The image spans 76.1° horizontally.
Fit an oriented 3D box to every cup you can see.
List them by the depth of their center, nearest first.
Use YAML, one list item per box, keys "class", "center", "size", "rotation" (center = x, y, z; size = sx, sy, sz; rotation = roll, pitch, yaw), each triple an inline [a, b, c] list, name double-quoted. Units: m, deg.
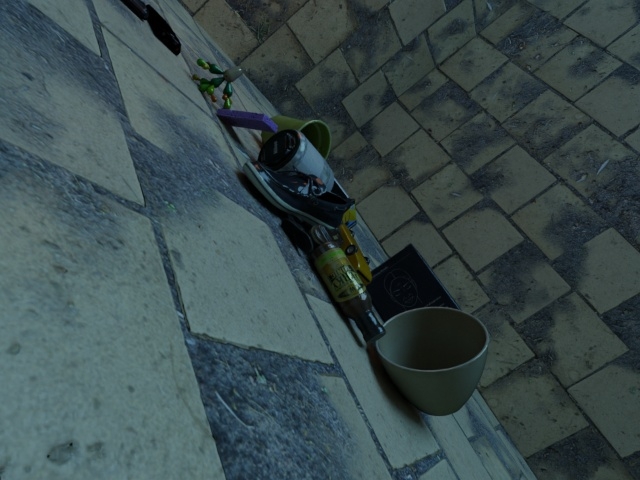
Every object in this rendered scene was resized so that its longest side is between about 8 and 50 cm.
- class: "cup"
  center: [0.352, 0.391, 1.267]
  size: [0.331, 0.331, 0.237]
  rotation: [-94, 172, -70]

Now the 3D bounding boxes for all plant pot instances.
- class: "plant pot"
  center: [-0.134, -0.465, 1.918]
  size: [0.254, 0.276, 0.276]
  rotation: [33, -1, 33]

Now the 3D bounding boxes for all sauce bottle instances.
- class: "sauce bottle"
  center: [0.090, 0.161, 1.299]
  size: [0.344, 0.111, 0.111]
  rotation: [57, 12, 25]

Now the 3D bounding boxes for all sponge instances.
- class: "sponge"
  center: [-0.281, -0.463, 1.576]
  size: [0.210, 0.031, 0.117]
  rotation: [14, -3, 20]

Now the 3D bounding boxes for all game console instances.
- class: "game console"
  center: [-0.673, -0.872, 1.538]
  size: [0.213, 0.044, 0.361]
  rotation: [58, 12, 31]

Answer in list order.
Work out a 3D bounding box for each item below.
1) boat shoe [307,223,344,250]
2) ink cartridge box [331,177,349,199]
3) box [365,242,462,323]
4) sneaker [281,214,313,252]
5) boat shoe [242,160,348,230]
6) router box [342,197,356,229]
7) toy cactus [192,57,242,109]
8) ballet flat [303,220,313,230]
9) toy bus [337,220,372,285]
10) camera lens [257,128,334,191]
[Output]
- class: "boat shoe"
  center: [0.003, 0.007, 1.465]
  size: [0.095, 0.095, 0.257]
  rotation: [65, 18, 14]
- class: "ink cartridge box"
  center: [-0.036, -0.307, 2.045]
  size: [0.371, 0.176, 0.069]
  rotation: [53, 12, 1]
- class: "box"
  center: [0.411, 0.268, 1.810]
  size: [0.395, 0.293, 0.212]
  rotation: [60, 12, 28]
- class: "sneaker"
  center: [-0.071, -0.024, 1.351]
  size: [0.170, 0.051, 0.089]
  rotation: [46, 10, 18]
- class: "boat shoe"
  center: [-0.072, -0.173, 1.449]
  size: [0.500, 0.156, 0.187]
  rotation: [26, 19, -48]
- class: "router box"
  center: [0.089, -0.091, 1.823]
  size: [0.046, 0.179, 0.133]
  rotation: [20, -46, 36]
- class: "toy cactus"
  center: [-0.391, -0.624, 1.612]
  size: [0.219, 0.180, 0.112]
  rotation: [58, -9, 2]
- class: "ballet flat"
  center: [-0.025, -0.084, 1.704]
  size: [0.070, 0.070, 0.188]
  rotation: [53, 11, -3]
- class: "toy bus"
  center: [0.093, 0.047, 1.610]
  size: [0.108, 0.130, 0.332]
  rotation: [43, 15, -39]
- class: "camera lens"
  center: [-0.097, -0.285, 1.619]
  size: [0.274, 0.219, 0.219]
  rotation: [41, 16, -47]
